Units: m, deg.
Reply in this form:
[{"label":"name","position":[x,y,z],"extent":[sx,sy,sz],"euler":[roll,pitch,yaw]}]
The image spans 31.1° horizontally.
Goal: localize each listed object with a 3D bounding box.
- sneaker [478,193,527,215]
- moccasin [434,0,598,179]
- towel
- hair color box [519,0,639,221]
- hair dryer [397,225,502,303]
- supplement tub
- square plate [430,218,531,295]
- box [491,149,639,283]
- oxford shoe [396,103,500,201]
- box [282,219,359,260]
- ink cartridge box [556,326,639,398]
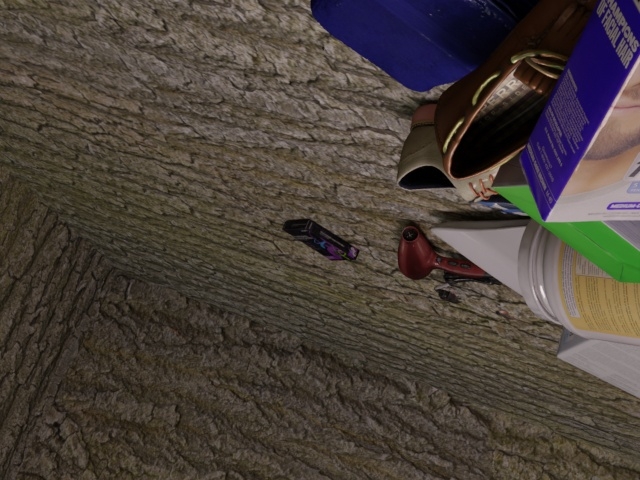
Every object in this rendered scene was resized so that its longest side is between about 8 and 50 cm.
[{"label":"sneaker","position":[0.321,-0.074,2.011],"extent":[0.144,0.053,0.059],"euler":[17,165,28]},{"label":"moccasin","position":[0.270,-0.198,1.325],"extent":[0.139,0.147,0.380],"euler":[33,133,-28]},{"label":"towel","position":[0.139,-0.304,1.501],"extent":[0.227,0.076,0.308],"euler":[33,161,-19]},{"label":"hair color box","position":[0.359,-0.161,1.205],"extent":[0.185,0.110,0.339],"euler":[-1,141,-16]},{"label":"hair dryer","position":[0.271,0.042,2.481],"extent":[0.293,0.080,0.223],"euler":[28,149,-33]},{"label":"supplement tub","position":[0.498,0.044,1.782],"extent":[0.331,0.241,0.241],"euler":[6,156,49]},{"label":"square plate","position":[0.438,0.044,2.222],"extent":[0.344,0.049,0.347],"euler":[33,163,-28]},{"label":"box","position":[0.387,-0.103,1.477],"extent":[0.262,0.231,0.126],"euler":[32,165,-27]},{"label":"oxford shoe","position":[0.283,-0.116,1.746],"extent":[0.397,0.147,0.140],"euler":[6,155,49]},{"label":"box","position":[0.000,0.000,2.776],"extent":[0.162,0.029,0.116],"euler":[33,162,-25]},{"label":"ink cartridge box","position":[0.682,0.204,2.192],"extent":[0.308,0.091,0.385],"euler":[27,152,-11]}]
